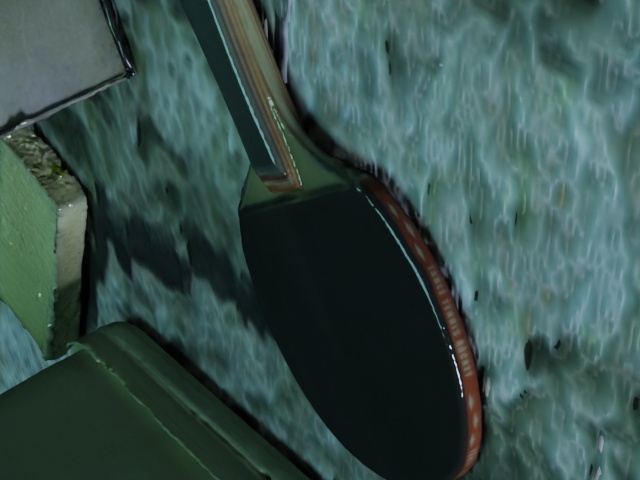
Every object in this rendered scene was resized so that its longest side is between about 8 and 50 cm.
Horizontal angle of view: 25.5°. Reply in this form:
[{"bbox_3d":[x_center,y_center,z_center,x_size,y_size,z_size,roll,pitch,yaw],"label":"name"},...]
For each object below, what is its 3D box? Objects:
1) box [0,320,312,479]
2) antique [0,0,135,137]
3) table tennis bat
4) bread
[{"bbox_3d":[-0.137,0.246,0.647,0.352,0.343,0.177,35,143,41],"label":"box"},{"bbox_3d":[-0.197,-0.115,0.648,0.148,0.152,0.147,5,119,55],"label":"antique"},{"bbox_3d":[0.000,0.000,0.554,0.130,0.019,0.220,-8,108,59],"label":"table tennis bat"},{"bbox_3d":[-0.163,0.004,0.820,0.068,0.028,0.154,48,147,26],"label":"bread"}]
